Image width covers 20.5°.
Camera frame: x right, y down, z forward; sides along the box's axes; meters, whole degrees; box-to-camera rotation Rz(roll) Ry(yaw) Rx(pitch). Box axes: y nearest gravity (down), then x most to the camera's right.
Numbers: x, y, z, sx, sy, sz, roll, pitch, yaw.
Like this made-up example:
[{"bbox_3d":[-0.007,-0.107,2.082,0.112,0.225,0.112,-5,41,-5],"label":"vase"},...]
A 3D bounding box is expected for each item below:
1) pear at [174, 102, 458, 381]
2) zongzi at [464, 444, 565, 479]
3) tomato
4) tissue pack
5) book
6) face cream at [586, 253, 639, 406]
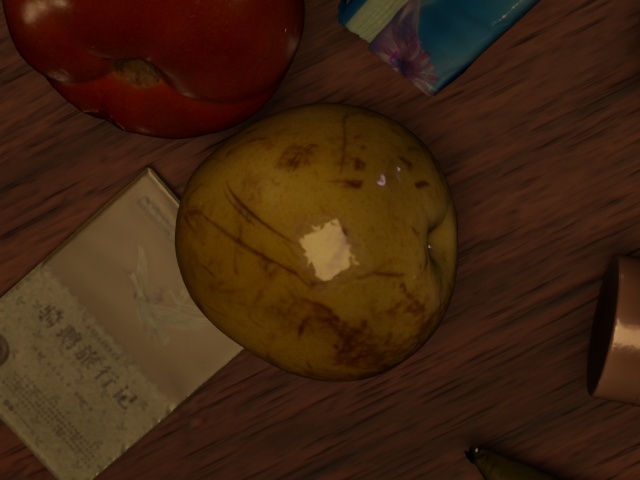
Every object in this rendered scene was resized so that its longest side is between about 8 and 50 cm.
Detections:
[{"bbox_3d":[0.000,0.000,1.736,0.280,0.281,0.281,1,101,4],"label":"pear"},{"bbox_3d":[0.236,0.356,1.860,0.256,0.115,0.228,22,106,6],"label":"zongzi"},{"bbox_3d":[-0.154,-0.246,1.713,0.298,0.298,0.226,15,61,1],"label":"tomato"},{"bbox_3d":[0.158,-0.286,1.639,0.146,0.198,0.263,39,143,-7],"label":"tissue pack"},{"bbox_3d":[-0.224,0.099,1.888,0.310,0.021,0.217,-41,95,10],"label":"book"},{"bbox_3d":[0.334,0.094,1.780,0.104,0.149,0.149,10,101,1],"label":"face cream"}]
